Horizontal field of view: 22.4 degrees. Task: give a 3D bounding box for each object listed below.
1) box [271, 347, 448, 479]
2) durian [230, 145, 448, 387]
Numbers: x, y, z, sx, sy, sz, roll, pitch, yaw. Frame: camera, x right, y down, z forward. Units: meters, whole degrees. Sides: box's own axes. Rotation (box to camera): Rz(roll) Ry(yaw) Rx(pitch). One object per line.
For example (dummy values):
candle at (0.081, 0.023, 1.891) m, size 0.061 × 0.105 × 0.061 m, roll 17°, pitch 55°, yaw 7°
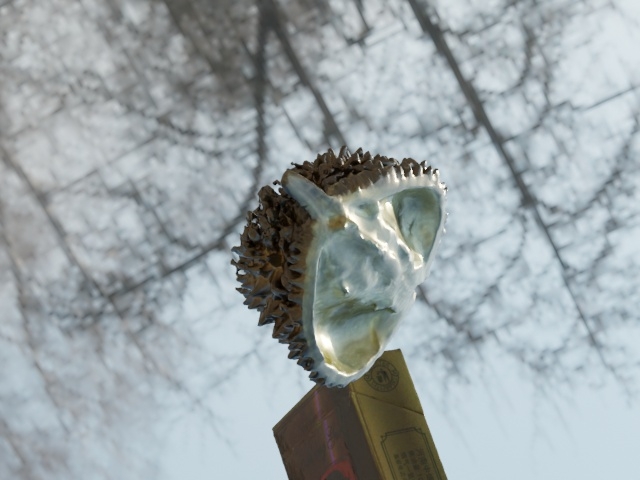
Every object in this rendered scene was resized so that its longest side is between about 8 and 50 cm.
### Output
box at (0.048, 0.239, 1.448) m, size 0.071 × 0.240 × 0.159 m, roll -4°, pitch 152°, yaw -31°
durian at (0.000, 0.000, 0.944) m, size 0.091 × 0.188 × 0.148 m, roll 25°, pitch -102°, yaw 25°
